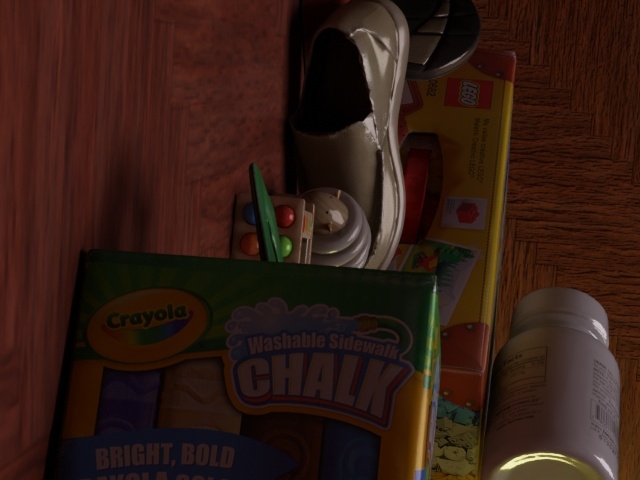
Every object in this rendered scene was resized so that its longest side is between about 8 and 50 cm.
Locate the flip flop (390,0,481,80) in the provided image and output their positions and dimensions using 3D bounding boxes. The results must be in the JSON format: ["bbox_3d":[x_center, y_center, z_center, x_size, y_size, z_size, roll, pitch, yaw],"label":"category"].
[{"bbox_3d":[0.104,-0.225,1.560,0.277,0.112,0.080,-83,-171,-60],"label":"flip flop"}]

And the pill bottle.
[{"bbox_3d":[0.234,0.161,1.492,0.229,0.131,0.131,-76,168,-47],"label":"pill bottle"}]

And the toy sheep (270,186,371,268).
[{"bbox_3d":[0.000,0.000,1.269,0.132,0.091,0.091,81,16,-61],"label":"toy sheep"}]

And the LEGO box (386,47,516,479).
[{"bbox_3d":[0.103,0.073,1.686,0.500,0.193,0.372,-78,170,-45],"label":"LEGO box"}]

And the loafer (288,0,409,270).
[{"bbox_3d":[0.017,-0.085,1.336,0.092,0.102,0.268,-12,106,-53],"label":"loafer"}]

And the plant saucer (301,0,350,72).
[{"bbox_3d":[0.028,-0.233,1.492,0.259,0.048,0.258,86,12,-46],"label":"plant saucer"}]

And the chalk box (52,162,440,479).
[{"bbox_3d":[-0.029,0.108,0.778,0.180,0.179,0.289,70,26,-73],"label":"chalk box"}]

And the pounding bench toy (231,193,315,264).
[{"bbox_3d":[-0.037,0.009,1.128,0.065,0.052,0.083,14,81,-82],"label":"pounding bench toy"}]
